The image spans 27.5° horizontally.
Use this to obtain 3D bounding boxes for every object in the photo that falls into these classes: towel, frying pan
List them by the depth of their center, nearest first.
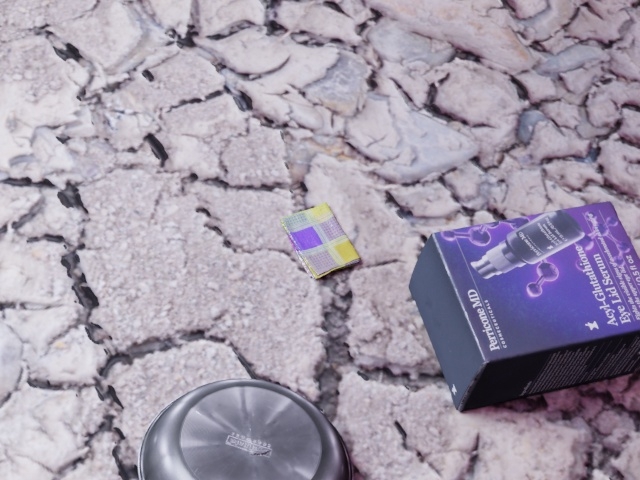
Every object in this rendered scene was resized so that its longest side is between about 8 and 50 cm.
[{"bbox_3d":[-0.105,0.228,1.141,0.197,0.053,0.326,34,46,21],"label":"frying pan"},{"bbox_3d":[0.000,0.000,1.363,0.060,0.009,0.083,-19,62,-21],"label":"towel"}]

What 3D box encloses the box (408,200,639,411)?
[{"bbox_3d":[0.214,0.064,1.300,0.207,0.108,0.153,-11,60,-18],"label":"box"}]
